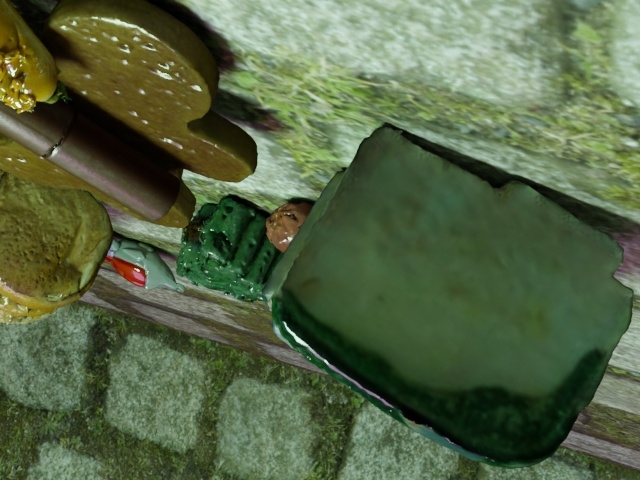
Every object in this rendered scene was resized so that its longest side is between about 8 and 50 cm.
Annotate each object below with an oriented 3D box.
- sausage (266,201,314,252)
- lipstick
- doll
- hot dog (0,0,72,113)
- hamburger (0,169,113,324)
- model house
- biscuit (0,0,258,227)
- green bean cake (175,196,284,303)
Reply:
[{"bbox_3d":[0.000,0.000,1.192,0.141,0.076,0.076,25,165,-25],"label":"sausage"},{"bbox_3d":[-0.276,-0.122,0.850,0.357,0.057,0.057,33,160,-35],"label":"lipstick"},{"bbox_3d":[-0.355,0.038,1.803,0.228,0.075,0.102,28,157,1],"label":"doll"},{"bbox_3d":[-0.277,-0.175,0.769,0.072,0.055,0.188,-13,119,47],"label":"hot dog"},{"bbox_3d":[-0.454,-0.007,1.469,0.245,0.260,0.211,-25,177,-37],"label":"hamburger"},{"bbox_3d":[0.106,0.064,0.964,0.299,0.243,0.284,31,170,-5],"label":"model house"},{"bbox_3d":[-0.196,-0.128,0.939,0.283,0.064,0.432,21,158,-10],"label":"biscuit"},{"bbox_3d":[-0.141,0.014,1.362,0.208,0.107,0.193,7,164,44],"label":"green bean cake"}]
